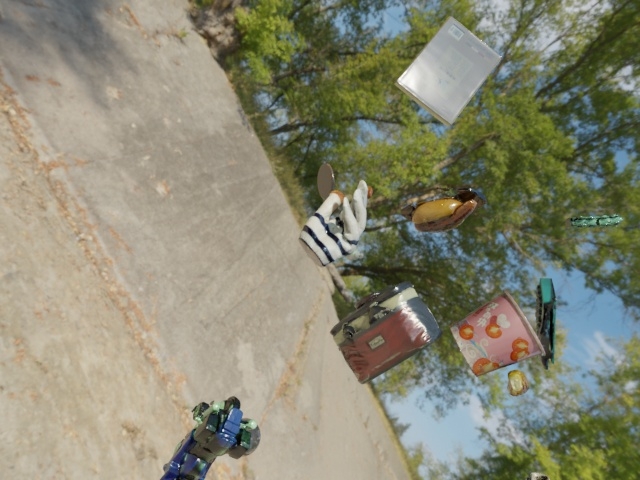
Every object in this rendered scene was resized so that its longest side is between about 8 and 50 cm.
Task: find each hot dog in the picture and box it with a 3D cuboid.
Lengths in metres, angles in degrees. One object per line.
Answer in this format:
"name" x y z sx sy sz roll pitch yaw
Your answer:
"hot dog" 0.492 -0.105 1.699 0.194 0.325 0.107 31 50 -28
"hot dog" 0.653 0.469 1.382 0.289 0.068 0.083 29 60 -60

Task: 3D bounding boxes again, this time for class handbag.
"handbag" 0.153 0.222 1.042 0.182 0.254 0.181 58 24 17

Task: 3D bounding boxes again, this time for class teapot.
"teapot" -0.274 0.629 1.341 0.146 0.148 0.116 84 7 -64

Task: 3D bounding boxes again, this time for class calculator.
"calculator" 0.828 0.293 1.543 0.248 0.058 0.275 -39 126 -60

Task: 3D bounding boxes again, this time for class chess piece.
"chess piece" 0.077 0.049 2.002 0.271 0.139 0.139 13 -32 22

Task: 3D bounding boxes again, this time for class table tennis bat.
"table tennis bat" -0.022 -0.152 1.236 0.108 0.118 0.170 116 -38 -49

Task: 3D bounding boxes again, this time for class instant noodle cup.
"instant noodle cup" 0.585 0.323 1.418 0.243 0.231 0.243 56 14 -21

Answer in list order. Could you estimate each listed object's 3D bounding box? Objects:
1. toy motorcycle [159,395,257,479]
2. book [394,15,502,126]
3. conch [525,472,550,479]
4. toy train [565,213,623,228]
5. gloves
"toy motorcycle" -0.299 0.524 1.043 0.125 0.331 0.196 34 29 -20
"book" 0.401 -0.530 1.302 0.216 0.310 0.021 39 -13 0
"conch" 0.391 0.479 0.697 0.130 0.206 0.156 141 -40 -70
"toy train" 0.824 -0.056 1.262 0.071 0.147 0.038 36 53 -84
"gloves" 0.054 -0.042 1.020 0.132 0.218 0.140 56 -13 -19
